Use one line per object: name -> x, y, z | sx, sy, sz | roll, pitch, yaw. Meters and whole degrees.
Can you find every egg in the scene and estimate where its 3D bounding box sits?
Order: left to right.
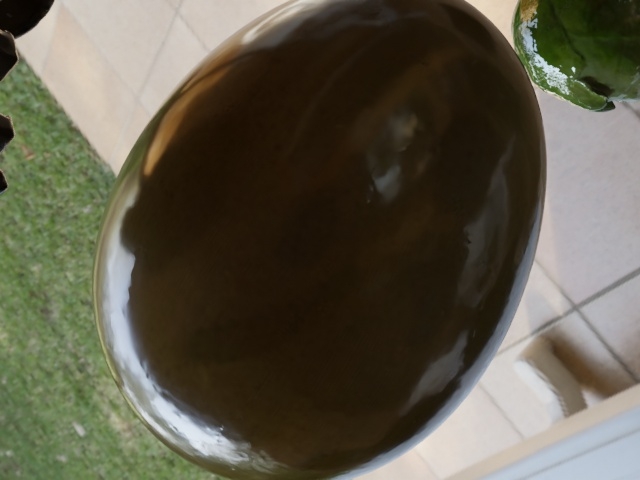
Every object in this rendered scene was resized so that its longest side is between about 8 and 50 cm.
egg -> 0.000, 0.000, 0.501 | 0.250, 0.250, 0.323 | 41, 117, 18

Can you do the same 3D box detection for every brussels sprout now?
brussels sprout -> 0.406, -0.309, 1.226 | 0.244, 0.244, 0.244 | 27, 134, 32

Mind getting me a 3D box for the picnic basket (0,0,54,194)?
picnic basket -> -0.258, -0.146, 0.419 | 0.291, 0.321, 0.254 | 46, 143, 7
